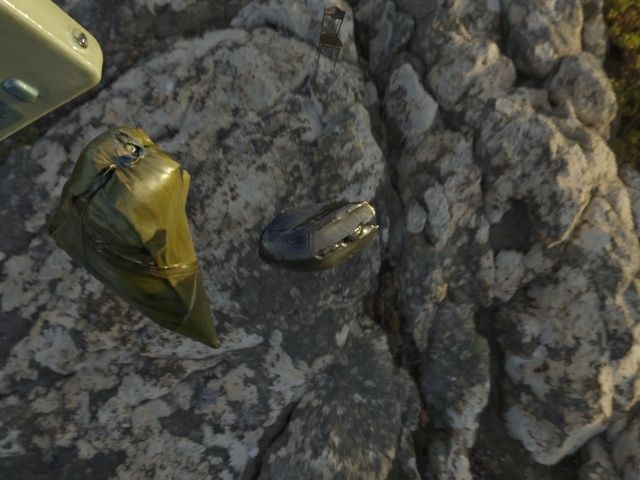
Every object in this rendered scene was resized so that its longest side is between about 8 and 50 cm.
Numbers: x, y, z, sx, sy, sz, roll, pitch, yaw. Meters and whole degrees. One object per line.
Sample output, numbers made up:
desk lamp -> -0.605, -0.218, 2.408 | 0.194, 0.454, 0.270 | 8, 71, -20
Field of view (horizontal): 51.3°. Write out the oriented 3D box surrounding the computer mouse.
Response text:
computer mouse -> 0.000, 0.000, 0.709 | 0.135, 0.079, 0.047 | -16, 44, -4

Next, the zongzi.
zongzi -> -0.181, 0.014, 0.782 | 0.274, 0.251, 0.125 | 46, 59, -5

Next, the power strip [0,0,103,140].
power strip -> -0.291, -0.116, 0.506 | 0.270, 0.118, 0.046 | -22, 57, 21

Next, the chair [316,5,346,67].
chair -> 0.016, -0.313, 1.029 | 0.037, 0.086, 0.042 | 5, 38, -15
